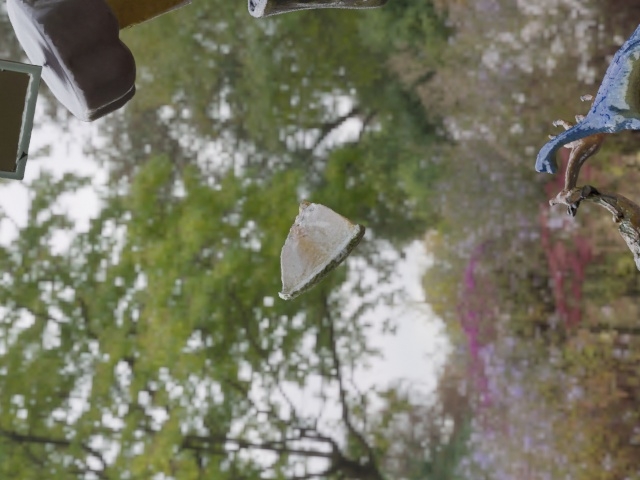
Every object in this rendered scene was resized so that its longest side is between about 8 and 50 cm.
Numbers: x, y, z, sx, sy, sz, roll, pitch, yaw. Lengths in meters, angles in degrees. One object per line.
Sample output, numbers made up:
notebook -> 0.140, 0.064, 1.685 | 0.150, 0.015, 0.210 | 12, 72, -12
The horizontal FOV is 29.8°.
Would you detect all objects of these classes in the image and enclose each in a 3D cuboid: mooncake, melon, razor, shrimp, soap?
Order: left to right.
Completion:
mooncake -> -0.395, -0.311, 1.925 | 0.245, 0.133, 0.245 | 53, 161, 27
soap -> -0.477, -0.555, 2.460 | 0.338, 0.304, 0.169 | -31, -39, -38
melon -> 0.005, 0.002, 1.780 | 0.093, 0.139, 0.202 | 52, -139, -21
razor -> 0.011, -0.564, 2.592 | 0.204, 0.349, 0.113 | 147, 111, -66
shrimp -> 0.477, -0.029, 1.946 | 0.219, 0.152, 0.046 | -100, 33, -53

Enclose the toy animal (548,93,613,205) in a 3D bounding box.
toy animal -> 0.496, -0.175, 2.319 | 0.066, 0.224, 0.230 | 47, -174, -30

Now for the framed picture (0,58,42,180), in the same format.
framed picture -> -0.598, -0.207, 1.926 | 0.016, 0.273, 0.216 | -113, 36, -56

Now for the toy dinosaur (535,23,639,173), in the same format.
toy dinosaur -> 0.378, -0.214, 1.598 | 0.075, 0.188, 0.248 | -32, -60, -70
